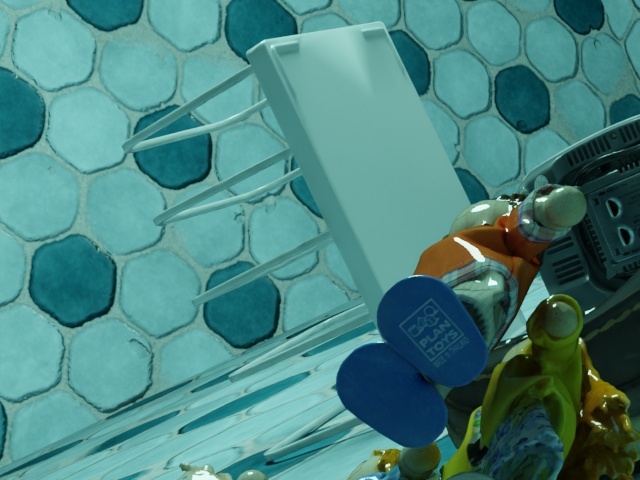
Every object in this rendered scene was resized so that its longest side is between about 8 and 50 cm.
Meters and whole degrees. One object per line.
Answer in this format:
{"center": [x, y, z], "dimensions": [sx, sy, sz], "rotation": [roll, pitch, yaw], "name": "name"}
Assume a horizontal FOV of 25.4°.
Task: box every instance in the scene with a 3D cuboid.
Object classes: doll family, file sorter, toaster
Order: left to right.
{"center": [0.000, 0.000, 1.087], "dimensions": [0.173, 0.277, 0.193], "rotation": [-26, -1, 30], "name": "file sorter"}
{"center": [0.022, 0.095, 0.499], "dimensions": [0.263, 0.118, 0.163], "rotation": [-43, -2, 24], "name": "doll family"}
{"center": [0.264, -0.035, 1.030], "dimensions": [0.227, 0.129, 0.146], "rotation": [-26, -3, 33], "name": "toaster"}

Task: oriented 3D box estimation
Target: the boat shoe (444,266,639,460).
{"center": [0.207, -0.013, 0.603], "dimensions": [0.355, 0.130, 0.132], "rotation": [-24, 0, 7], "name": "boat shoe"}
